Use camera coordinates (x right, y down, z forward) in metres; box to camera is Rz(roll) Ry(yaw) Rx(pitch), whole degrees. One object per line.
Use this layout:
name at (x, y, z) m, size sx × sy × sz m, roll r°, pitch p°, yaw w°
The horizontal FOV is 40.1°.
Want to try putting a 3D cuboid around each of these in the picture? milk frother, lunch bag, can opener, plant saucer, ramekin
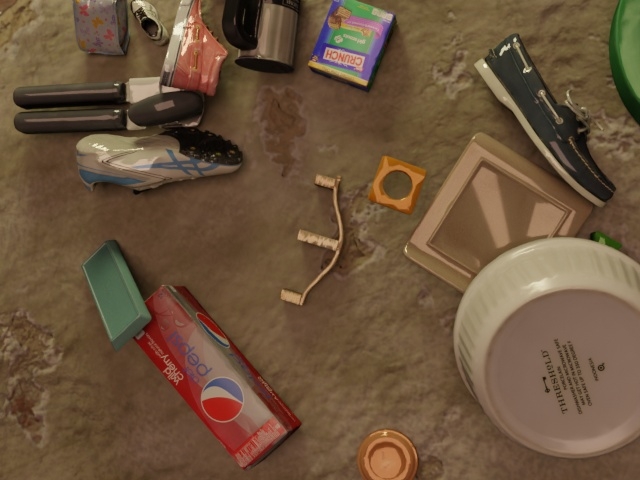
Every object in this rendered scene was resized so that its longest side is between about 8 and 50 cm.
milk frother at (-0.105, -0.311, 1.229) m, size 0.143 × 0.129 × 0.135 m, roll 4°, pitch 86°, yaw 54°
lunch bag at (-0.319, -0.315, 1.282) m, size 0.071 × 0.053 × 0.083 m, roll 5°, pitch 113°, yaw 11°
can opener at (-0.305, -0.196, 1.247) m, size 0.283 × 0.095 × 0.076 m, roll -2°, pitch 88°, yaw 3°
plant saucer at (-0.288, 0.069, 1.213) m, size 0.067 × 0.018 × 0.192 m, roll -43°, pitch 42°, yaw 5°
plant saucer at (0.090, 0.297, 1.185) m, size 0.083 × 0.013 × 0.083 m, roll -1°, pitch 86°, yaw 11°
ramekin at (0.300, 0.138, 1.062) m, size 0.273 × 0.127 × 0.273 m, roll 2°, pitch 104°, yaw 7°

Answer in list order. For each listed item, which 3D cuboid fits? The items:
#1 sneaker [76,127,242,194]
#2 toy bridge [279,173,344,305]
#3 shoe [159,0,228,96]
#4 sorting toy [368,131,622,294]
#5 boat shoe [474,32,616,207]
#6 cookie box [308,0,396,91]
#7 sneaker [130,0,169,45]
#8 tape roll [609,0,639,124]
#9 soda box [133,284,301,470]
sneaker at (-0.226, -0.109, 1.247) m, size 0.237 × 0.085 × 0.086 m, roll 0°, pitch 124°, yaw 4°
toy bridge at (0.000, 0.000, 1.214) m, size 0.063 × 0.026 × 0.188 m, roll 17°, pitch 90°, yaw 9°
shoe at (-0.170, -0.276, 1.232) m, size 0.081 × 0.063 × 0.178 m, roll 15°, pitch 53°, yaw -13°
sorting toy at (0.230, -0.017, 1.156) m, size 0.347 × 0.047 × 0.196 m, roll 32°, pitch 91°, yaw 4°
boat shoe at (0.304, -0.157, 1.136) m, size 0.079 × 0.095 × 0.254 m, roll -40°, pitch 71°, yaw 17°
cookie box at (0.045, -0.273, 1.216) m, size 0.092 × 0.040 × 0.107 m, roll 21°, pitch 91°, yaw 11°
sneaker at (-0.252, -0.323, 1.278) m, size 0.032 × 0.037 × 0.083 m, roll -40°, pitch 79°, yaw 8°
tape roll at (0.535, -0.257, 1.104) m, size 0.321 × 0.077 × 0.321 m, roll -1°, pitch 86°, yaw 10°
soda box at (-0.147, 0.183, 1.196) m, size 0.083 × 0.092 × 0.263 m, roll -43°, pitch 79°, yaw 5°
